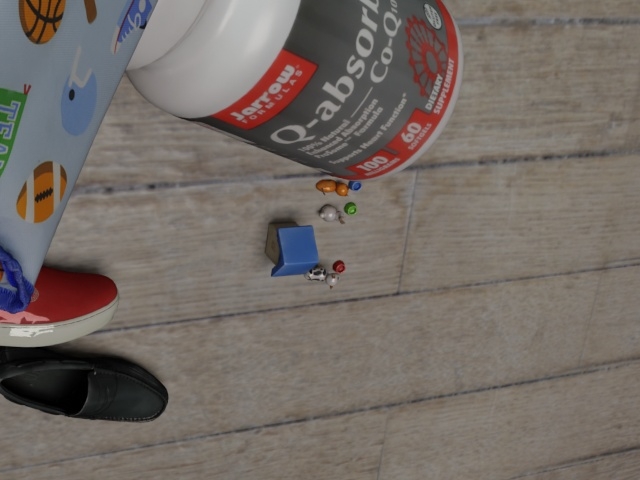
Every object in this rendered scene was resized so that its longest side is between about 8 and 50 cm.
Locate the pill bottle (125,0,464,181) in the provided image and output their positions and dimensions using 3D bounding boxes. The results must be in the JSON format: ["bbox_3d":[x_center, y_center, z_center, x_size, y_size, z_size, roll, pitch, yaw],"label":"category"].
[{"bbox_3d":[-0.050,-0.192,1.055,0.363,0.210,0.210,17,109,-47],"label":"pill bottle"}]

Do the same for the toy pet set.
[{"bbox_3d":[0.000,0.000,1.321,0.114,0.065,0.122,-4,118,-26],"label":"toy pet set"}]

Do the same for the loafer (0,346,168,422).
[{"bbox_3d":[-0.261,0.163,1.268,0.223,0.078,0.076,21,106,-34],"label":"loafer"}]

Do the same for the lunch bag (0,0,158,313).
[{"bbox_3d":[-0.326,-0.158,0.778,0.239,0.385,0.328,72,32,-60],"label":"lunch bag"}]

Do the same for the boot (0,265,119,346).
[{"bbox_3d":[-0.313,0.010,1.155,0.244,0.088,0.176,-1,115,-23],"label":"boot"}]
